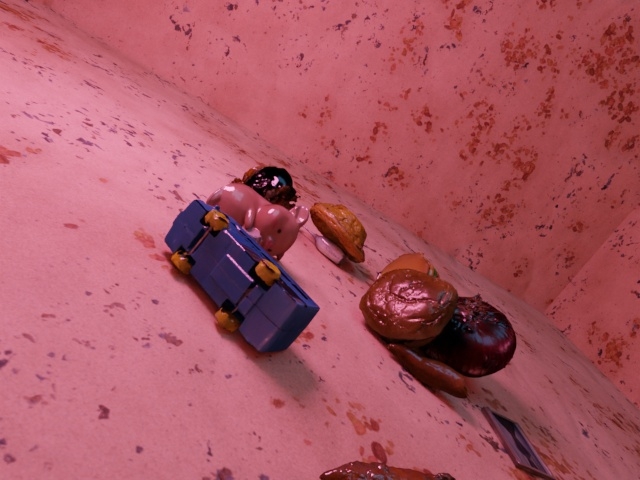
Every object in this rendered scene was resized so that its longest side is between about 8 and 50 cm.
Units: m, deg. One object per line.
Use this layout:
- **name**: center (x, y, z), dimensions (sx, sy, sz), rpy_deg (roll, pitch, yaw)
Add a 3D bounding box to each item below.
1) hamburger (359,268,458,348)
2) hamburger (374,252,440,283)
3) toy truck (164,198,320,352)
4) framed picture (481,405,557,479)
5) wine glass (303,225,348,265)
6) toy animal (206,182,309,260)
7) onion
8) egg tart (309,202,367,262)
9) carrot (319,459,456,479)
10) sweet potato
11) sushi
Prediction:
- **hamburger**: center (0.259, 0.187, 1.425), dimensions (0.284, 0.265, 0.134), rpy_deg (22, -31, 37)
- **hamburger**: center (0.316, 0.164, 1.675), dimensions (0.149, 0.237, 0.237), rpy_deg (49, 7, -28)
- **toy truck**: center (-0.184, 0.073, 1.058), dimensions (0.385, 0.161, 0.162), rpy_deg (41, 6, 27)
- **framed picture**: center (0.542, 0.558, 1.315), dimensions (0.150, 0.015, 0.203), rpy_deg (29, 16, -19)
- **wine glass**: center (0.000, 0.000, 1.794), dimensions (0.262, 0.074, 0.074), rpy_deg (41, 17, 21)
- **toy animal**: center (-0.188, -0.053, 1.347), dimensions (0.256, 0.195, 0.213), rpy_deg (36, 23, -5)
- **onion**: center (0.453, 0.313, 1.502), dimensions (0.313, 0.233, 0.314), rpy_deg (1, 22, 0)
- **egg tart**: center (0.083, -0.045, 1.814), dimensions (0.294, 0.123, 0.294), rpy_deg (45, -9, 9)
- **carrot**: center (0.116, 0.413, 0.780), dimensions (0.263, 0.102, 0.102), rpy_deg (23, 18, -16)
- **sweet potato**: center (0.296, 0.354, 1.317), dimensions (0.243, 0.077, 0.077), rpy_deg (27, 12, 20)
- **sushi**: center (-0.203, -0.186, 1.744), dimensions (0.204, 0.213, 0.200), rpy_deg (58, 2, 26)
